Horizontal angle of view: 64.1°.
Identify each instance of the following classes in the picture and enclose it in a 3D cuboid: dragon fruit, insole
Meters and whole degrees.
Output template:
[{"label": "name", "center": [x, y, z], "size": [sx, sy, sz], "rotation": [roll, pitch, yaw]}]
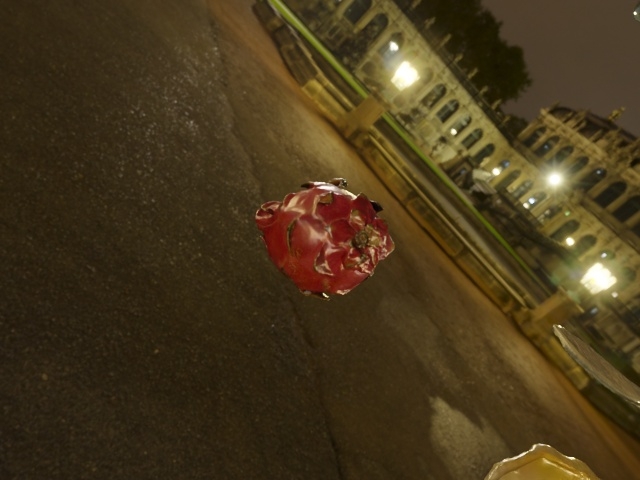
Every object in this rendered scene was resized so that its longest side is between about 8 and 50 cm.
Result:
[{"label": "dragon fruit", "center": [0.000, 0.000, 0.578], "size": [0.165, 0.133, 0.136], "rotation": [14, 27, 28]}, {"label": "insole", "center": [0.380, 0.177, 0.655], "size": [0.247, 0.011, 0.081], "rotation": [33, 24, -23]}]

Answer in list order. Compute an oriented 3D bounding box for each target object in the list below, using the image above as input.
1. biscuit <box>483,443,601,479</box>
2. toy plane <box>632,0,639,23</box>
[{"label": "biscuit", "center": [0.148, 0.382, 0.257], "size": [0.446, 0.429, 0.104], "rotation": [32, -9, 24]}, {"label": "toy plane", "center": [0.135, -0.099, 0.131], "size": [0.246, 0.169, 0.078], "rotation": [-55, 144, -70]}]
